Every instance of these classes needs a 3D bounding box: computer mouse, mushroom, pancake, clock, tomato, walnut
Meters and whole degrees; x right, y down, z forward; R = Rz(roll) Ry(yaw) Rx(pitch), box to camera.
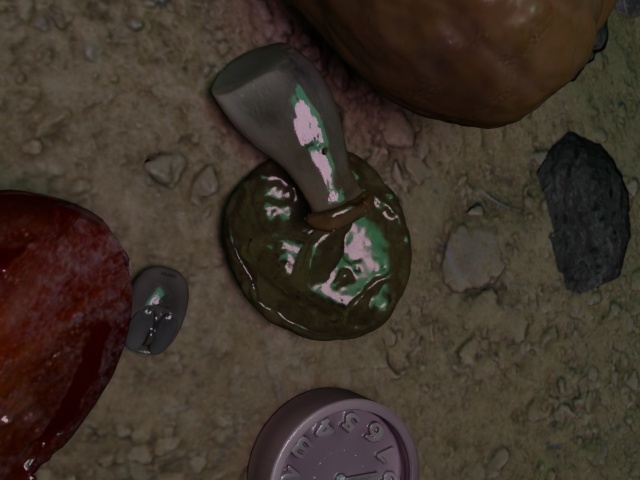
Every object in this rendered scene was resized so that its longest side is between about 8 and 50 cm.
[{"bbox_3d":[-0.174,0.075,0.727,0.066,0.039,0.096,20,82,-25],"label":"computer mouse"},{"bbox_3d":[-0.021,-0.117,0.764,0.116,0.093,0.225,-38,98,-10],"label":"mushroom"},{"bbox_3d":[0.000,0.000,0.810,0.242,0.050,0.241,4,81,-25],"label":"pancake"},{"bbox_3d":[0.017,0.277,0.808,0.197,0.068,0.196,-1,91,-26],"label":"clock"},{"bbox_3d":[-0.327,0.072,0.585,0.309,0.170,0.308,-36,135,-47],"label":"tomato"},{"bbox_3d":[0.136,-0.303,0.724,0.381,0.381,0.381,0,91,-26],"label":"walnut"}]
